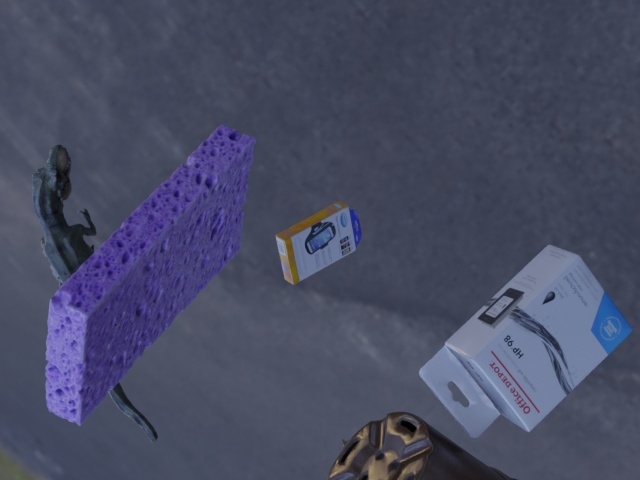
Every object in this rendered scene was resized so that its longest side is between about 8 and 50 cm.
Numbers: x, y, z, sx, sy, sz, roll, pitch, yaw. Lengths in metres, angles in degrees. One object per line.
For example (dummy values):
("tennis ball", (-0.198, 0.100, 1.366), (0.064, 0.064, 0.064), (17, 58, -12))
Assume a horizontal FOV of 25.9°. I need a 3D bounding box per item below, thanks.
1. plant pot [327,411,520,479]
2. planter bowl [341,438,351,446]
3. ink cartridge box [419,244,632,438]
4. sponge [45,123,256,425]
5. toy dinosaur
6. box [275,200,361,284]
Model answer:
("plant pot", (0.102, 0.257, 1.323), (0.165, 0.167, 0.167), (43, 166, -28))
("planter bowl", (0.131, 0.378, 2.197), (0.217, 0.090, 0.217), (55, 180, 0))
("ink cartridge box", (0.194, 0.104, 1.317), (0.104, 0.180, 0.060), (50, 171, -22))
("sponge", (-0.114, 0.021, 0.950), (0.031, 0.210, 0.117), (26, 136, 13))
("toy dinosaur", (-0.199, 0.050, 1.241), (0.118, 0.064, 0.268), (-30, -82, -88))
("box", (0.000, 0.000, 2.073), (0.028, 0.136, 0.081), (30, 140, 45))
